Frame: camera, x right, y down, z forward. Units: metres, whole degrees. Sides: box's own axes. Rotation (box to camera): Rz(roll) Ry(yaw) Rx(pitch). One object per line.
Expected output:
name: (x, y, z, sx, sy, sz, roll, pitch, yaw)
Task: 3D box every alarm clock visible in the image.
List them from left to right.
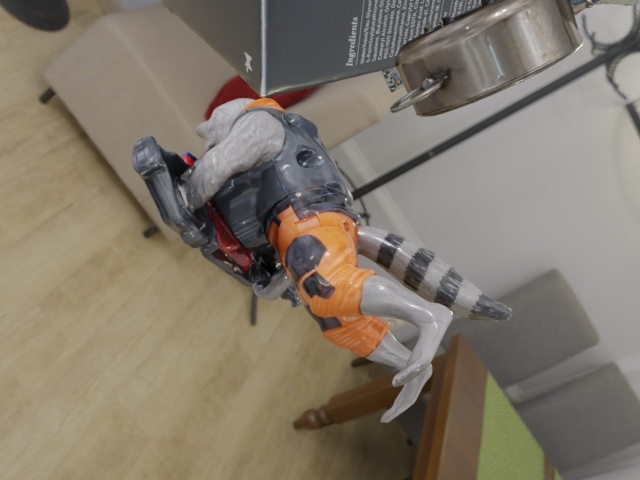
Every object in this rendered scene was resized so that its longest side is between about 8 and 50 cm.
alarm clock: (0.108, -0.134, 0.491, 0.192, 0.129, 0.064, -41, 110, -38)

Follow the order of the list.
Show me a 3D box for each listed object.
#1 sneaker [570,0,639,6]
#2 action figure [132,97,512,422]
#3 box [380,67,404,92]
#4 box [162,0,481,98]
sneaker: (0.250, -0.214, 0.530, 0.058, 0.135, 0.052, 27, 68, -48)
action figure: (0.000, 0.000, 0.634, 0.330, 0.178, 0.341, 53, 2, 20)
box: (0.148, -0.375, 1.363, 0.027, 0.094, 0.137, -40, 104, -40)
box: (0.029, -0.373, 0.867, 0.396, 0.212, 0.293, -21, 47, -26)
